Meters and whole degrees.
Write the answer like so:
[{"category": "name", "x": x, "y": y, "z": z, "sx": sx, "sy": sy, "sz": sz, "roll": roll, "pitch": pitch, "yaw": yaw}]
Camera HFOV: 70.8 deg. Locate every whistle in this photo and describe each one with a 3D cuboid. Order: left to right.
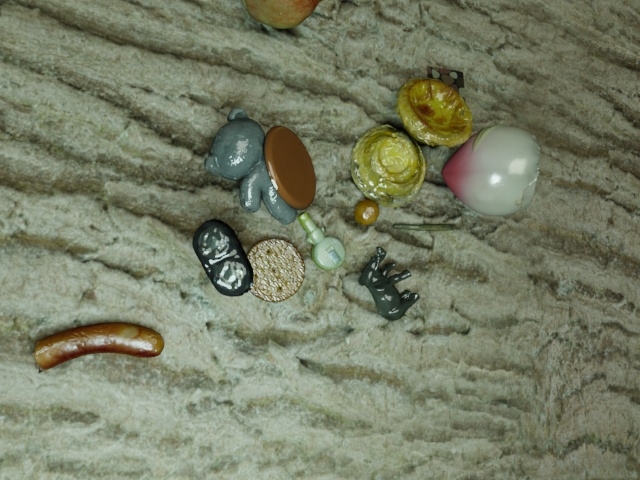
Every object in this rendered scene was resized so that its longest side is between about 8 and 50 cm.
[{"category": "whistle", "x": 0.000, "y": 0.000, "z": 1.353, "sx": 0.104, "sy": 0.057, "sz": 0.198, "roll": -36, "pitch": 98, "yaw": -21}]

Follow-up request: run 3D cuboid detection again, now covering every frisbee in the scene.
[{"category": "frisbee", "x": -0.080, "y": -0.208, "z": 1.287, "sx": 0.251, "sy": 0.021, "sz": 0.250, "roll": 35, "pitch": 48, "yaw": -49}]

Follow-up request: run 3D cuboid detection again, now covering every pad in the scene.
[{"category": "pad", "x": 0.456, "y": -0.504, "z": 1.612, "sx": 0.158, "sy": 0.003, "sz": 0.234, "roll": 0, "pitch": 83, "yaw": -20}]

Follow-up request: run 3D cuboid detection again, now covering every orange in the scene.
[{"category": "orange", "x": 0.144, "y": -0.087, "z": 1.408, "sx": 0.085, "sy": 0.085, "sz": 0.085, "roll": 3, "pitch": 83, "yaw": -20}]

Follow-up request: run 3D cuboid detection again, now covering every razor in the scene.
[{"category": "razor", "x": -0.241, "y": 0.047, "z": 1.118, "sx": 0.107, "sy": 0.327, "sz": 0.189, "roll": -27, "pitch": 93, "yaw": -14}]

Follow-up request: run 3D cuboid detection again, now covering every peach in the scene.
[{"category": "peach", "x": -0.105, "y": -0.741, "z": 1.317, "sx": 0.257, "sy": 0.232, "sz": 0.232, "roll": -4, "pitch": 85, "yaw": -10}]

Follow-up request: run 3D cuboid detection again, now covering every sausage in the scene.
[{"category": "sausage", "x": -0.546, "y": 0.255, "z": 1.111, "sx": 0.302, "sy": 0.076, "sz": 0.102, "roll": -4, "pitch": 93, "yaw": -20}]

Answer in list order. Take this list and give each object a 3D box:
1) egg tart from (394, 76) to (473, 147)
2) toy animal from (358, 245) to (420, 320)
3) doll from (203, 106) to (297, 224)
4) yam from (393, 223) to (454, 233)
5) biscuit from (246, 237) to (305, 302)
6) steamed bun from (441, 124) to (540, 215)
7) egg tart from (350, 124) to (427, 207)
[{"category": "egg tart", "x": 0.363, "y": -0.406, "z": 1.482, "sx": 0.295, "sy": 0.116, "sz": 0.294, "roll": 9, "pitch": 61, "yaw": -17}, {"category": "toy animal", "x": 0.209, "y": 0.139, "z": 1.383, "sx": 0.146, "sy": 0.114, "sz": 0.245, "roll": -33, "pitch": 95, "yaw": -21}, {"category": "doll", "x": -0.183, "y": -0.187, "z": 1.279, "sx": 0.340, "sy": 0.158, "sz": 0.245, "roll": 47, "pitch": 57, "yaw": -39}, {"category": "yam", "x": 0.348, "y": -0.042, "z": 1.506, "sx": 0.234, "sy": 0.029, "sz": 0.027, "roll": 0, "pitch": 42, "yaw": -19}, {"category": "biscuit", "x": -0.135, "y": 0.086, "z": 1.309, "sx": 0.188, "sy": 0.027, "sz": 0.187, "roll": 2, "pitch": 83, "yaw": -19}, {"category": "steamed bun", "x": 0.546, "y": -0.228, "z": 1.480, "sx": 0.309, "sy": 0.309, "sz": 0.309, "roll": 3, "pitch": 83, "yaw": -20}, {"category": "egg tart", "x": 0.229, "y": -0.246, "z": 1.449, "sx": 0.279, "sy": 0.095, "sz": 0.278, "roll": 3, "pitch": 82, "yaw": -19}]
